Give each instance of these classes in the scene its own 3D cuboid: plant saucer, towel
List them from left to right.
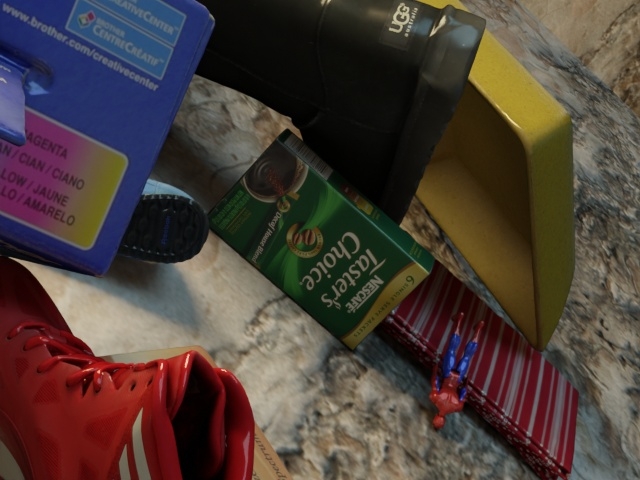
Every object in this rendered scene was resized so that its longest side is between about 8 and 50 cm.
[{"bbox_3d":[0.157,0.112,1.265,0.275,0.031,0.199,42,24,-3],"label":"towel"},{"bbox_3d":[0.173,-0.099,1.306,0.333,0.081,0.333,57,-12,40],"label":"plant saucer"}]

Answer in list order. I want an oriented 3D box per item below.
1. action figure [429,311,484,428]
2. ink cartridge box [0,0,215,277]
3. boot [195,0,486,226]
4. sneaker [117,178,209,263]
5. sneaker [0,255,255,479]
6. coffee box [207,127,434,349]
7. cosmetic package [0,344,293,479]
[{"bbox_3d":[0.124,0.125,1.150,0.038,0.030,0.115,26,57,-8],"label":"action figure"},{"bbox_3d":[-0.242,-0.103,0.618,0.270,0.151,0.395,26,-12,-31],"label":"ink cartridge box"},{"bbox_3d":[-0.101,-0.173,1.163,0.445,0.367,0.146,20,61,0],"label":"boot"},{"bbox_3d":[-0.191,-0.029,0.948,0.209,0.069,0.082,15,3,-32],"label":"sneaker"},{"bbox_3d":[-0.091,0.065,0.538,0.087,0.128,0.221,10,39,-50],"label":"sneaker"},{"bbox_3d":[0.000,0.000,1.111,0.184,0.113,0.040,42,23,-5],"label":"coffee box"},{"bbox_3d":[-0.152,0.153,0.617,0.153,0.129,0.296,54,27,20],"label":"cosmetic package"}]
